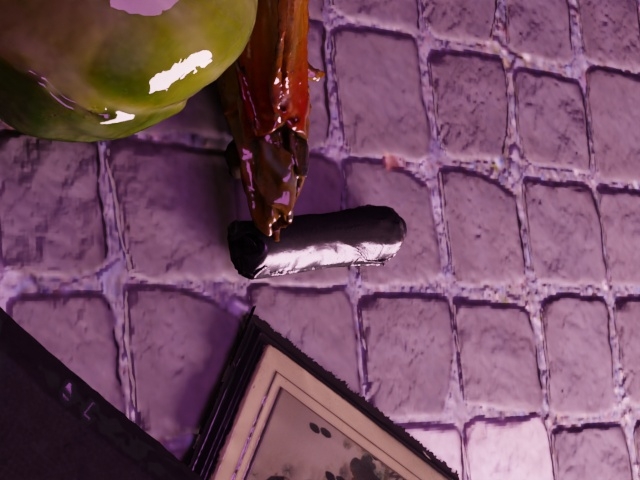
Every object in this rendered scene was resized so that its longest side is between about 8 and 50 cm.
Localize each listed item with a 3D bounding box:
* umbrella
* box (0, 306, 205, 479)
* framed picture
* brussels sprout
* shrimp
[{"bbox_3d":[0.000,0.002,0.883,0.133,0.031,0.036,-7,111,-43],"label":"umbrella"},{"bbox_3d":[-0.187,0.216,0.542,0.251,0.204,0.345,44,54,-26],"label":"box"},{"bbox_3d":[-0.005,0.171,0.850,0.195,0.010,0.199,39,56,-28],"label":"framed picture"},{"bbox_3d":[-0.105,-0.127,0.758,0.145,0.131,0.183,46,50,4],"label":"brussels sprout"},{"bbox_3d":[-0.029,-0.147,0.825,0.062,0.154,0.294,-5,90,-13],"label":"shrimp"}]
